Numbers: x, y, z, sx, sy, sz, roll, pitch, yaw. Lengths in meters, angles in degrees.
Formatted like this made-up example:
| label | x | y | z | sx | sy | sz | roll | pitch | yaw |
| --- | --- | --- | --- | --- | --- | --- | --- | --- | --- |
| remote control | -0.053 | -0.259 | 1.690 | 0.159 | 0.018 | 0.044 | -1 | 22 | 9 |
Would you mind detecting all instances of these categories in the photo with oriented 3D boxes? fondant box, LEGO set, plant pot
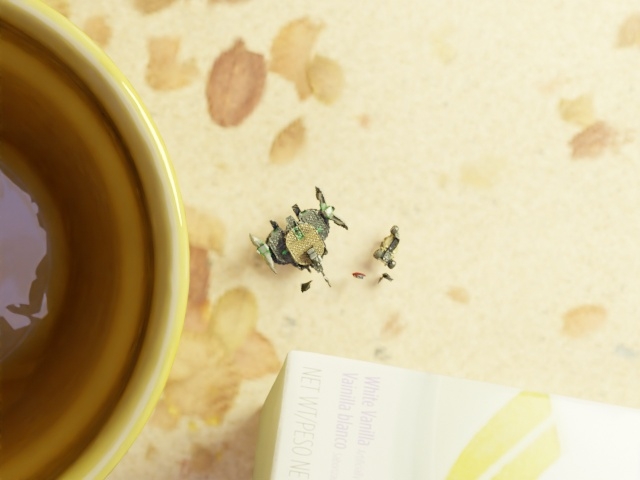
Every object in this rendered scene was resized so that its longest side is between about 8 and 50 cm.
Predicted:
| label | x | y | z | sx | sy | sz | roll | pitch | yaw |
| --- | --- | --- | --- | --- | --- | --- | --- | --- | --- |
| fondant box | 0.122 | 0.202 | 0.902 | 0.330 | 0.096 | 0.238 | 11 | 65 | -7 |
| LEGO set | 0.000 | 0.003 | 0.970 | 0.083 | 0.023 | 0.054 | 26 | 89 | -19 |
| plant pot | -0.190 | 0.012 | 0.837 | 0.254 | 0.239 | 0.254 | 0 | 89 | -6 |
